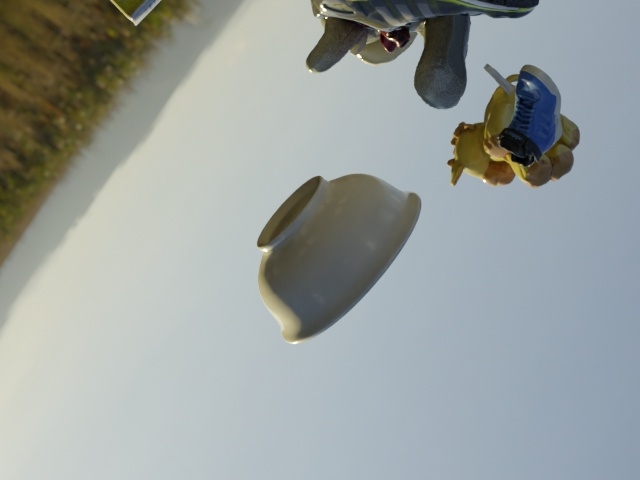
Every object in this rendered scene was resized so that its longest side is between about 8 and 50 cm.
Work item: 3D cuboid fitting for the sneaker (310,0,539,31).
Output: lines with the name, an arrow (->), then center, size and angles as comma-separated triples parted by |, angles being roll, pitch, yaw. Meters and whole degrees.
sneaker -> 0.122, -0.314, 1.711 | 0.121, 0.299, 0.111 | 118, -25, -65

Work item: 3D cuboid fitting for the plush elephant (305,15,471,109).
plush elephant -> 0.073, -0.334, 1.963 | 0.255, 0.272, 0.330 | -27, -153, 44

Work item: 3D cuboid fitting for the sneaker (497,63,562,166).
sneaker -> 0.269, -0.156, 1.816 | 0.084, 0.058, 0.152 | -47, 149, -17

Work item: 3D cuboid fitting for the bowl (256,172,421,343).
bowl -> 0.000, 0.000, 2.055 | 0.298, 0.134, 0.298 | -45, -165, 15

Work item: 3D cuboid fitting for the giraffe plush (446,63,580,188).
giraffe plush -> 0.282, -0.151, 2.213 | 0.181, 0.210, 0.170 | -24, 165, -43

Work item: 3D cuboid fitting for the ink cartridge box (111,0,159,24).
ink cartridge box -> -0.171, -0.411, 1.257 | 0.303, 0.307, 0.072 | -45, -171, 0
